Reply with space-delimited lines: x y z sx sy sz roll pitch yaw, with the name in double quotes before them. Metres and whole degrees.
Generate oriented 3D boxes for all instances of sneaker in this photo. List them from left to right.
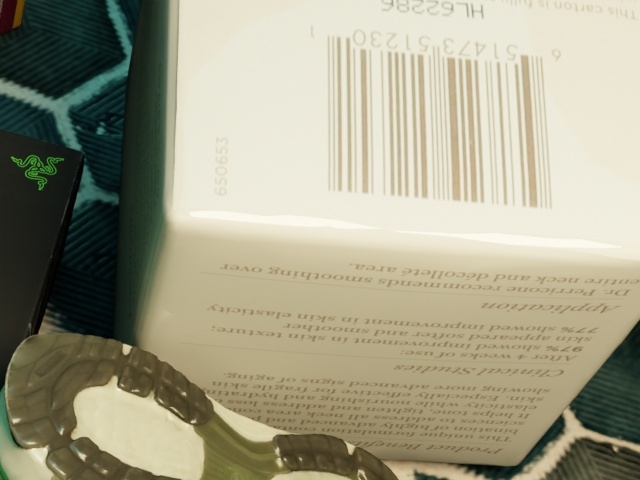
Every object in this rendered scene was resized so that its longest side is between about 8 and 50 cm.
"sneaker" -0.078 0.212 1.241 0.410 0.182 0.158 33 41 -23

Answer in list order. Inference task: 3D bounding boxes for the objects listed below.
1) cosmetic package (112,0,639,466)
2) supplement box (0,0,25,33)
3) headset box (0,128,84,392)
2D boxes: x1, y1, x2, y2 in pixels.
"cosmetic package" 0.031 -0.058 1.283 0.329 0.394 0.327 4 63 -11
"supplement box" -0.362 -0.215 1.582 0.104 0.081 0.188 42 50 20
"headset box" -0.324 0.026 1.338 0.246 0.131 0.283 16 45 -5
